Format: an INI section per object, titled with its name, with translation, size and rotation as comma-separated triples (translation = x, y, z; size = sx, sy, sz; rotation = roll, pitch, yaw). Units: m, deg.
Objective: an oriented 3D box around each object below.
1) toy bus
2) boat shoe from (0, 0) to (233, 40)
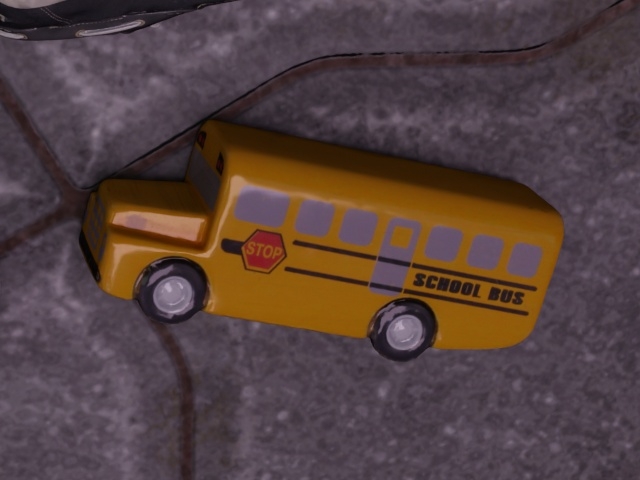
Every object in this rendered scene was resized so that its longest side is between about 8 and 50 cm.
[toy bus]
translation = 0.000, 0.000, 1.302
size = 0.332, 0.108, 0.130
rotation = 11, 108, -20
[boat shoe]
translation = -0.122, -0.184, 1.223
size = 0.233, 0.084, 0.079
rotation = -11, 152, -19
